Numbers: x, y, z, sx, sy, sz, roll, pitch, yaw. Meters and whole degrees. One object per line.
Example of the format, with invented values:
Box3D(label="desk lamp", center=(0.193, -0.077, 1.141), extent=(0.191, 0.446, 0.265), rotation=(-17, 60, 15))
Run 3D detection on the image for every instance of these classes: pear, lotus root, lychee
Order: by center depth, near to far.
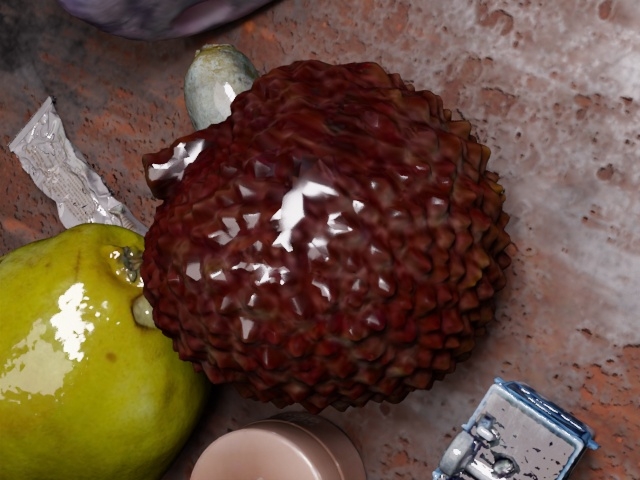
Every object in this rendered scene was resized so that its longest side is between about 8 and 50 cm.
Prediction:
Box3D(label="lychee", center=(0.000, 0.000, 0.937), extent=(0.330, 0.306, 0.306), rotation=(31, 105, -15))
Box3D(label="pear", center=(-0.243, 0.134, 1.067), extent=(0.269, 0.269, 0.321), rotation=(33, 120, 19))
Box3D(label="lotus root", center=(-0.086, -0.120, 1.087), extent=(0.088, 0.088, 0.165), rotation=(-23, 89, 22))

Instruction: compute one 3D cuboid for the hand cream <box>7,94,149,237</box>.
Box3D(label="hand cream", center=(-0.250, -0.046, 1.179), extent=(0.257, 0.050, 0.084), rotation=(47, 110, 19))

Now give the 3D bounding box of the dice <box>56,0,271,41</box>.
Box3D(label="dice", center=(-0.137, -0.361, 1.001), extent=(0.270, 0.271, 0.270), rotation=(-28, 81, 22))

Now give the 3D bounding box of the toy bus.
Box3D(label="toy bus", center=(0.128, 0.266, 0.976), extent=(0.106, 0.131, 0.297), rotation=(34, 103, 19))

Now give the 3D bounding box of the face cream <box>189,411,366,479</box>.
Box3D(label="face cream", center=(-0.040, 0.246, 1.060), extent=(0.149, 0.104, 0.149), rotation=(1, 91, 23))
